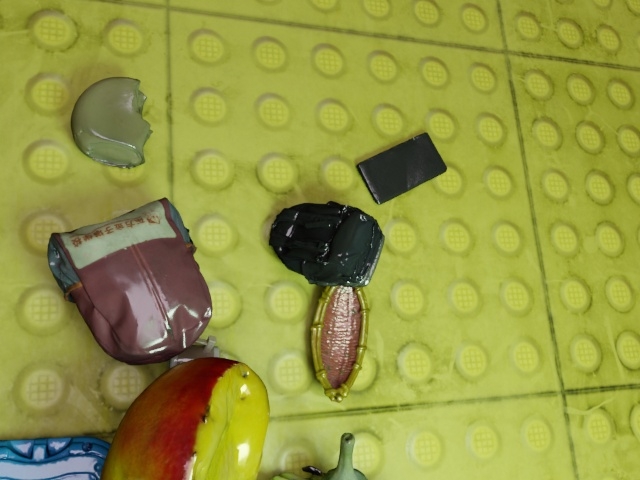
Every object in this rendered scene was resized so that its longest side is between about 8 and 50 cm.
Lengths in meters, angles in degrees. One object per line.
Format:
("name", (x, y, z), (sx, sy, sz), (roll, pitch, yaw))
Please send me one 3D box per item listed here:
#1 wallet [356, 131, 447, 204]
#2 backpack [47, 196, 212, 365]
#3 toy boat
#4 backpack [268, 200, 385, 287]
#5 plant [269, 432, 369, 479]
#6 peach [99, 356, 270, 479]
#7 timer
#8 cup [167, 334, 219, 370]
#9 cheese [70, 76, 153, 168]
("wallet", (0.215, -0.190, 1.641), (0.244, 0.025, 0.124), (-27, 86, -25))
("backpack", (-0.359, 0.094, 1.256), (0.283, 0.197, 0.317), (-25, 74, -26))
("toy boat", (0.046, 0.211, 1.433), (0.140, 0.099, 0.318), (12, 69, -16))
("backpack", (0.000, 0.000, 1.423), (0.258, 0.133, 0.206), (11, 66, 30))
("plant", (0.026, 0.507, 1.253), (0.305, 0.261, 0.297), (-16, 94, -27))
("peach", (-0.248, 0.374, 1.152), (0.242, 0.380, 0.306), (-2, 94, 19))
("timer", (-0.517, 0.518, 1.126), (0.339, 0.115, 0.309), (4, 67, -20))
("cup", (-0.264, 0.248, 1.306), (0.099, 0.102, 0.074), (6, 55, -17))
("cheese", (-0.455, -0.273, 1.387), (0.175, 0.091, 0.203), (16, 71, -17))
